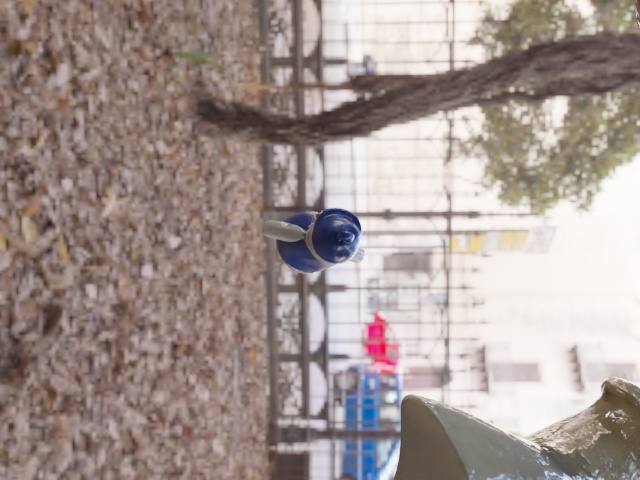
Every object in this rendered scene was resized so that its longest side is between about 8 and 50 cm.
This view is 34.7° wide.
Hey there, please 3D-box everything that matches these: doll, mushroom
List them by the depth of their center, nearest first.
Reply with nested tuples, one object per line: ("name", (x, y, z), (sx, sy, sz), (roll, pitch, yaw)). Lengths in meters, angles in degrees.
("doll", (0.000, 0.000, 0.894), (0.143, 0.098, 0.058), (172, -66, -73))
("mushroom", (0.203, 0.220, 0.927), (0.397, 0.126, 0.177), (4, 93, -50))

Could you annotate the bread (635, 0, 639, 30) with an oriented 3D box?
("bread", (0.214, -0.092, 0.364), (0.123, 0.244, 0.190), (64, -24, 0))
